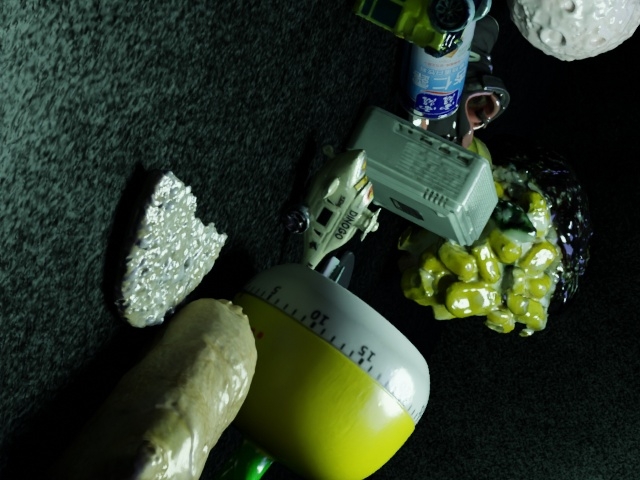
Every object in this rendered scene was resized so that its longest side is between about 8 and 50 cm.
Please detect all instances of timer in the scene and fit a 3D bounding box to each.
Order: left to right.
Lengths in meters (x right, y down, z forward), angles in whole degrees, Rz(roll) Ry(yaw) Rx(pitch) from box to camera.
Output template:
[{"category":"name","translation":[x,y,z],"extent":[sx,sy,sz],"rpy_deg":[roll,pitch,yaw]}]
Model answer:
[{"category":"timer","translation":[-0.034,0.192,1.533],"extent":[0.285,0.285,0.285],"rpy_deg":[-60,165,-27]}]

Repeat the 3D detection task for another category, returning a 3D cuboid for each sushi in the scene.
[{"category":"sushi","translation":[0.311,-0.010,2.403],"extent":[0.285,0.328,0.329],"rpy_deg":[-15,130,-60]}]

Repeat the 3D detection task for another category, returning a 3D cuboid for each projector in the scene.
[{"category":"projector","translation":[0.141,-0.084,1.875],"extent":[0.099,0.192,0.256],"rpy_deg":[-61,166,-4]}]

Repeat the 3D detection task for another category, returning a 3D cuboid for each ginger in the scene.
[{"category":"ginger","translation":[-0.164,0.187,1.268],"extent":[0.354,0.126,0.190],"rpy_deg":[-60,-177,-41]}]

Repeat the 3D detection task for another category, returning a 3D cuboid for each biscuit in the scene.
[{"category":"biscuit","translation":[-0.148,0.021,1.257],"extent":[0.133,0.032,0.250],"rpy_deg":[-63,167,-10]}]

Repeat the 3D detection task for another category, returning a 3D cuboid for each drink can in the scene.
[{"category":"drink can","translation":[0.163,-0.276,1.836],"extent":[0.097,0.097,0.235],"rpy_deg":[-58,164,-33]}]

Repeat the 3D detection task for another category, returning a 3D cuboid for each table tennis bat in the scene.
[{"category":"table tennis bat","translation":[0.002,0.108,2.012],"extent":[0.236,0.027,0.150],"rpy_deg":[-53,162,-49]}]

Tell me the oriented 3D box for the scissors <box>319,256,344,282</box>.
[{"category":"scissors","translation":[-0.018,0.102,1.858],"extent":[0.125,0.030,0.256],"rpy_deg":[-43,-169,39]}]

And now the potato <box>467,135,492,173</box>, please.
[{"category":"potato","translation":[0.202,-0.109,2.168],"extent":[0.248,0.143,0.169],"rpy_deg":[11,92,-76]}]

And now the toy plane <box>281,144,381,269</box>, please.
[{"category":"toy plane","translation":[0.000,0.000,1.677],"extent":[0.286,0.108,0.092],"rpy_deg":[-60,174,33]}]

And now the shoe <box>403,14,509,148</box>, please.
[{"category":"shoe","translation":[0.232,-0.247,2.063],"extent":[0.291,0.137,0.114],"rpy_deg":[-59,166,-33]}]

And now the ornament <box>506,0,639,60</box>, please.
[{"category":"ornament","translation":[0.447,-0.447,2.331],"extent":[0.225,0.259,0.259],"rpy_deg":[-3,117,-58]}]

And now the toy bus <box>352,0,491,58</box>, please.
[{"category":"toy bus","translation":[0.150,-0.357,1.524],"extent":[0.262,0.150,0.128],"rpy_deg":[-66,169,22]}]
